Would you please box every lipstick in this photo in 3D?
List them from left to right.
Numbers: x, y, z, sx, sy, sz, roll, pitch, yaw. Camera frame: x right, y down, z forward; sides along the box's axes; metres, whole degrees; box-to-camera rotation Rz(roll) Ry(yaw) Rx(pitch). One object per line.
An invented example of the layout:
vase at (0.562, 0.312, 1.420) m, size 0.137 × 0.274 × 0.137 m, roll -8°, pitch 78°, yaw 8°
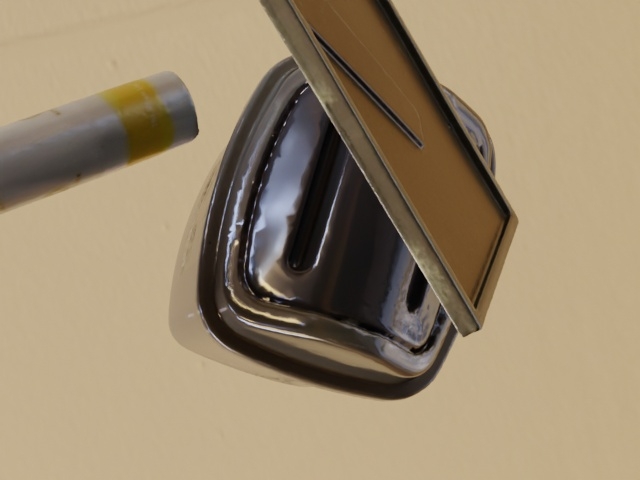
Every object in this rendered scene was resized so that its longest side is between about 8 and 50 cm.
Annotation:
lipstick at (-0.210, -0.052, 1.090) m, size 0.264 × 0.059 × 0.059 m, roll -23°, pitch -57°, yaw -29°

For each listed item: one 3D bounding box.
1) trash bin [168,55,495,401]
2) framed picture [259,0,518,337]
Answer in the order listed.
trash bin at (0.000, 0.000, 1.077) m, size 0.182 × 0.290 × 0.210 m, roll 18°, pitch -102°, yaw -13°
framed picture at (0.032, -0.067, 0.751) m, size 0.015 × 0.150 × 0.203 m, roll -27°, pitch -78°, yaw 21°
